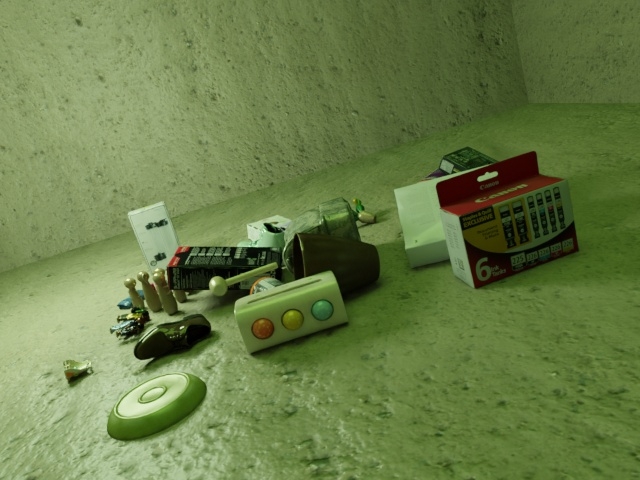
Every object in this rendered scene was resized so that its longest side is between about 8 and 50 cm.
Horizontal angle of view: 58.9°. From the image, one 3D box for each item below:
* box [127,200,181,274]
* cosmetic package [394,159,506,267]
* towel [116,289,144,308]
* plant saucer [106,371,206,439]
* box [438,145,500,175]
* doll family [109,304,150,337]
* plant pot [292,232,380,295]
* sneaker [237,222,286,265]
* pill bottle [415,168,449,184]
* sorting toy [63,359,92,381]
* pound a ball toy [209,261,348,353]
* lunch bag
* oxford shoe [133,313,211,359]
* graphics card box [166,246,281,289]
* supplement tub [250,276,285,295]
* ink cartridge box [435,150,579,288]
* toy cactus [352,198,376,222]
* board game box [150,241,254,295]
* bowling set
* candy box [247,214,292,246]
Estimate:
[{"bbox_3d":[-0.722,-0.013,2.517,0.169,0.290,0.087,-21,17,-12],"label":"box"},{"bbox_3d":[0.434,-0.085,1.745,0.377,0.097,0.284,-14,40,11],"label":"cosmetic package"},{"bbox_3d":[-0.720,0.226,2.186,0.067,0.029,0.119,-5,19,33],"label":"towel"},{"bbox_3d":[-0.390,0.376,1.336,0.241,0.037,0.241,-15,16,4],"label":"plant saucer"},{"bbox_3d":[0.557,-0.241,1.975,0.232,0.059,0.183,35,40,28],"label":"box"},{"bbox_3d":[-0.620,0.268,1.877,0.111,0.076,0.193,-13,21,-2],"label":"doll family"},{"bbox_3d":[0.049,0.076,1.653,0.230,0.215,0.215,-4,14,-11],"label":"plant pot"},{"bbox_3d":[-0.220,-0.005,2.152,0.256,0.151,0.094,14,23,39],"label":"sneaker"},{"bbox_3d":[0.450,-0.169,2.049,0.181,0.181,0.323,-3,21,39],"label":"pill bottle"},{"bbox_3d":[-0.709,0.375,1.662,0.075,0.045,0.083,-16,14,-23],"label":"sorting toy"},{"bbox_3d":[-0.109,0.160,1.464,0.319,0.208,0.136,-17,16,-3],"label":"pound a ball toy"},{"bbox_3d":[0.000,0.000,1.881,0.256,0.212,0.305,-15,15,3],"label":"lunch bag"},{"bbox_3d":[-0.418,0.278,1.615,0.227,0.083,0.096,-25,22,-24],"label":"oxford shoe"},{"bbox_3d":[-0.316,0.091,1.936,0.371,0.094,0.233,-1,15,-4],"label":"graphics card box"},{"bbox_3d":[-0.143,0.166,1.668,0.106,0.106,0.198,-23,16,-21],"label":"supplement tub"},{"bbox_3d":[0.486,-0.061,1.487,0.309,0.272,0.130,-19,16,-7],"label":"ink cartridge box"},{"bbox_3d":[0.139,-0.095,2.315,0.180,0.112,0.219,14,27,27],"label":"toy cactus"},{"bbox_3d":[-0.443,0.097,2.300,0.390,0.050,0.390,-11,17,20],"label":"board game box"},{"bbox_3d":[-0.563,0.152,2.045,0.287,0.154,0.200,-2,23,40],"label":"bowling set"},{"bbox_3d":[-0.178,-0.032,2.322,0.165,0.070,0.196,-20,29,-37],"label":"candy box"}]
